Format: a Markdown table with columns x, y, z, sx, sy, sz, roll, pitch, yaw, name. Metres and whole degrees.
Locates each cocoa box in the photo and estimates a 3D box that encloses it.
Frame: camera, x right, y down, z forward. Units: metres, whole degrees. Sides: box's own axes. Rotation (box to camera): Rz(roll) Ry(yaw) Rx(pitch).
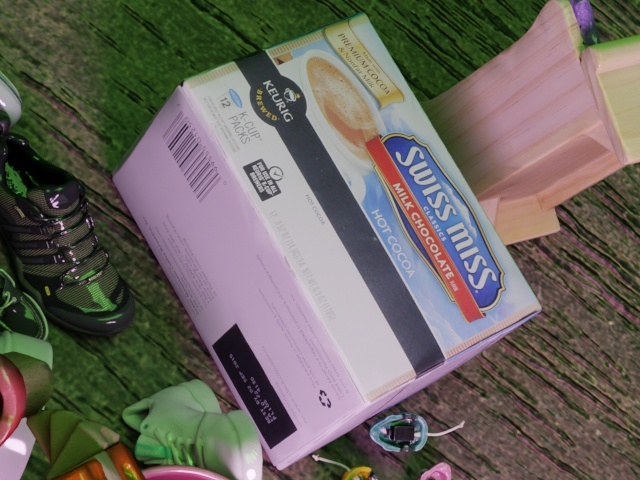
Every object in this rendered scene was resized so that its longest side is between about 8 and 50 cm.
| x | y | z | sx | sy | sz | roll | pitch | yaw | name |
| --- | --- | --- | --- | --- | --- | --- | --- | --- | --- |
| 0.000 | 0.000 | 1.608 | 0.228 | 0.231 | 0.347 | -25 | 80 | -31 | cocoa box |

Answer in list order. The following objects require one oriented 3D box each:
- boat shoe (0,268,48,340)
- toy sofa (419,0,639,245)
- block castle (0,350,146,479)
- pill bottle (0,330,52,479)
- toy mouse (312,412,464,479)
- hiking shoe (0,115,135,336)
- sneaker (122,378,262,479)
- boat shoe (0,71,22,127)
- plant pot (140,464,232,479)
| x | y | z | sx | sy | sz | roll | pitch | yaw | name |
| --- | --- | --- | --- | --- | --- | --- | --- | --- | --- |
| -0.305 | 0.050 | 1.556 | 0.046 | 0.038 | 0.125 | -39 | 86 | -5 | boat shoe |
| 0.247 | -0.121 | 1.697 | 0.150 | 0.362 | 0.177 | -14 | 79 | -28 | toy sofa |
| -0.245 | 0.324 | 1.213 | 0.303 | 0.213 | 0.453 | -30 | 87 | 7 | block castle |
| -0.408 | 0.110 | 1.404 | 0.334 | 0.188 | 0.188 | 17 | 62 | -16 | pill bottle |
| 0.086 | 0.224 | 1.651 | 0.143 | 0.031 | 0.161 | -42 | 104 | -15 | toy mouse |
| -0.254 | -0.008 | 1.567 | 0.086 | 0.114 | 0.227 | -39 | 87 | -31 | hiking shoe |
| -0.120 | 0.187 | 1.505 | 0.094 | 0.212 | 0.080 | -8 | 103 | -23 | sneaker |
| -0.371 | -0.203 | 1.618 | 0.226 | 0.083 | 0.076 | 39 | 59 | -3 | boat shoe |
| -0.145 | 0.313 | 1.437 | 0.201 | 0.180 | 0.201 | 10 | 65 | -21 | plant pot |
